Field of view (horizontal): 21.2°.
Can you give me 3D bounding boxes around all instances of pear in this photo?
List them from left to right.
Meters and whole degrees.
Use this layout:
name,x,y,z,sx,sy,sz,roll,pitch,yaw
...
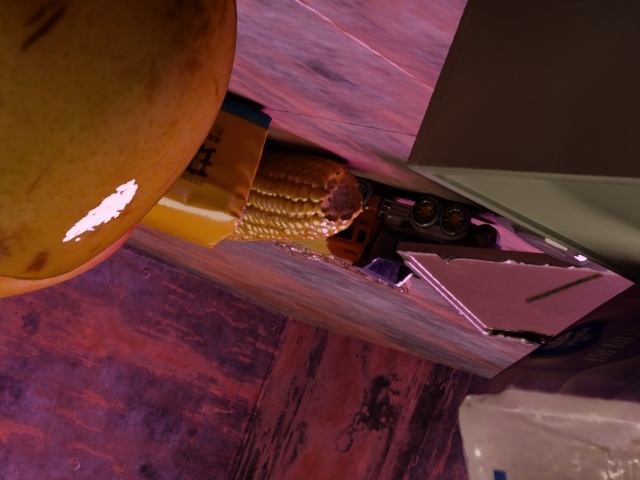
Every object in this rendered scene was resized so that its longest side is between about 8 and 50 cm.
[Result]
name,x,y,z,sx,sy,sz,roll,pitch,yaw
pear,-0.180,-0.116,0.928,0.281,0.280,0.281,20,173,2

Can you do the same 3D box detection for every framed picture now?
name,x,y,z,sx,sy,sz,roll,pitch,yaw
framed picture,0.232,0.062,1.624,0.281,0.019,0.209,5,156,35

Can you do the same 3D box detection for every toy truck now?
name,x,y,z,sx,sy,sz,roll,pitch,yaw
toy truck,0.098,0.003,1.770,0.192,0.092,0.083,16,173,35

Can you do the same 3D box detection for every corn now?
name,x,y,z,sx,sy,sz,roll,pitch,yaw
corn,-0.068,-0.048,1.812,0.106,0.106,0.305,25,169,-37

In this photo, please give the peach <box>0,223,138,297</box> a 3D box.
name,x,y,z,sx,sy,sz,roll,pitch,yaw
peach,-0.273,-0.095,1.330,0.332,0.307,0.308,1,168,17

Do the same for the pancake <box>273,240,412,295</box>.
name,x,y,z,sx,sy,sz,roll,pitch,yaw
pancake,-0.001,0.001,2.238,0.282,0.049,0.282,21,173,3

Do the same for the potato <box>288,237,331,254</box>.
name,x,y,z,sx,sy,sz,roll,pitch,yaw
potato,-0.025,-0.037,2.008,0.119,0.054,0.198,17,168,28

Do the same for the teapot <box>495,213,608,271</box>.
name,x,y,z,sx,sy,sz,roll,pitch,yaw
teapot,0.199,-0.028,1.242,0.124,0.090,0.092,24,176,22

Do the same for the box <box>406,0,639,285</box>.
name,x,y,z,sx,sy,sz,roll,pitch,yaw
box,0.211,-0.047,0.928,0.225,0.117,0.225,25,171,-30

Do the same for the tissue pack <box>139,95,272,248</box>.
name,x,y,z,sx,sy,sz,roll,pitch,yaw
tissue pack,-0.196,-0.099,1.646,0.271,0.134,0.192,21,173,-8

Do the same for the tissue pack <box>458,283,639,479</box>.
name,x,y,z,sx,sy,sz,roll,pitch,yaw
tissue pack,0.282,0.103,1.097,0.242,0.160,0.338,5,-157,42
